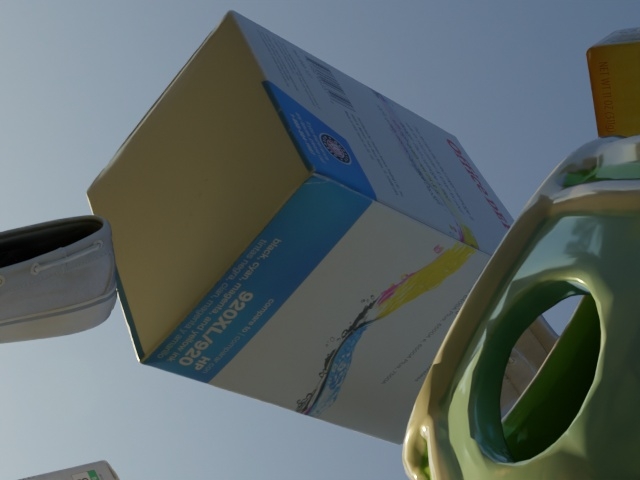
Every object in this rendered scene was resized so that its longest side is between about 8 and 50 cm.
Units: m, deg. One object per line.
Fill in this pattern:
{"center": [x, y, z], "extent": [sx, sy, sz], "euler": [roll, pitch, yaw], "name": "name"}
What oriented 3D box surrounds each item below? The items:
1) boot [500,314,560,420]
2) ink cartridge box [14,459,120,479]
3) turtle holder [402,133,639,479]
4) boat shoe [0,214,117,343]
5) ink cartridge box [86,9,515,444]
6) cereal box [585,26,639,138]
{"center": [0.136, 0.067, 1.223], "extent": [0.258, 0.123, 0.095], "euler": [54, -2, 46], "name": "boot"}
{"center": [-0.281, 0.292, 1.101], "extent": [0.056, 0.224, 0.181], "euler": [44, -44, 47], "name": "ink cartridge box"}
{"center": [0.161, 0.048, 0.367], "extent": [0.227, 0.243, 0.320], "euler": [32, -57, 29], "name": "turtle holder"}
{"center": [-0.186, 0.022, 0.648], "extent": [0.066, 0.184, 0.063], "euler": [39, -51, 52], "name": "boat shoe"}
{"center": [0.000, 0.000, 0.855], "extent": [0.168, 0.232, 0.171], "euler": [-48, -138, 21], "name": "ink cartridge box"}
{"center": [0.245, -0.017, 0.561], "extent": [0.240, 0.047, 0.173], "euler": [-2, -72, 35], "name": "cereal box"}
